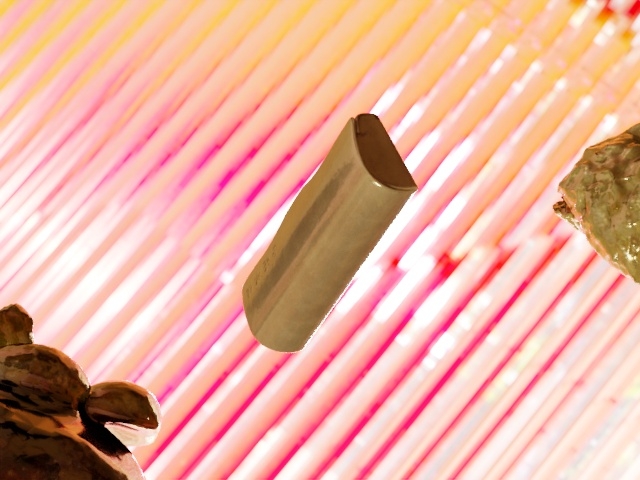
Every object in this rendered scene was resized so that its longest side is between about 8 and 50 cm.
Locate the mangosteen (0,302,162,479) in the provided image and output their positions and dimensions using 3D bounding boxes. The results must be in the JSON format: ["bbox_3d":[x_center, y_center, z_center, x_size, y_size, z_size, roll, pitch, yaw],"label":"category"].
[{"bbox_3d":[-0.295,0.251,1.284,0.330,0.330,0.330,-46,-17,-19],"label":"mangosteen"}]

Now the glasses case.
[{"bbox_3d":[0.001,-0.001,1.027,0.042,0.072,0.190,3,-42,-33],"label":"glasses case"}]

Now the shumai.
[{"bbox_3d":[0.361,-0.031,1.289,0.218,0.256,0.189,-52,13,1],"label":"shumai"}]
